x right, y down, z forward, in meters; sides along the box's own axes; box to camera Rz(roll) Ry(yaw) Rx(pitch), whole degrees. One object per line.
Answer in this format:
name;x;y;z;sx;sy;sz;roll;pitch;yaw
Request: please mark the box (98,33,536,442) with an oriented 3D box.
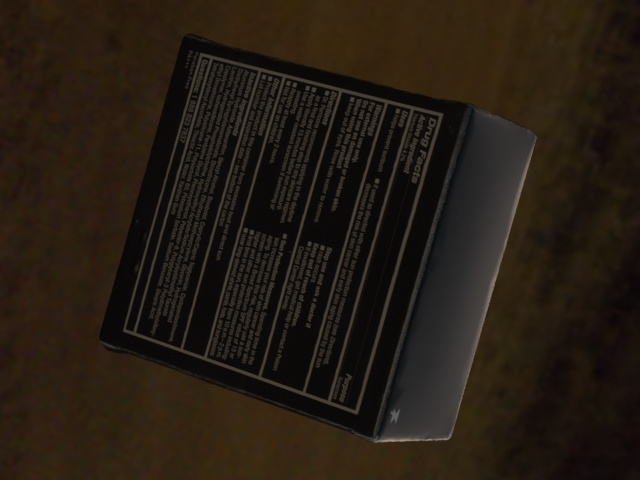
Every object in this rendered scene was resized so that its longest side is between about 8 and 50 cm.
box;0.000;0.000;1.510;0.183;0.294;0.296;12;95;-62
